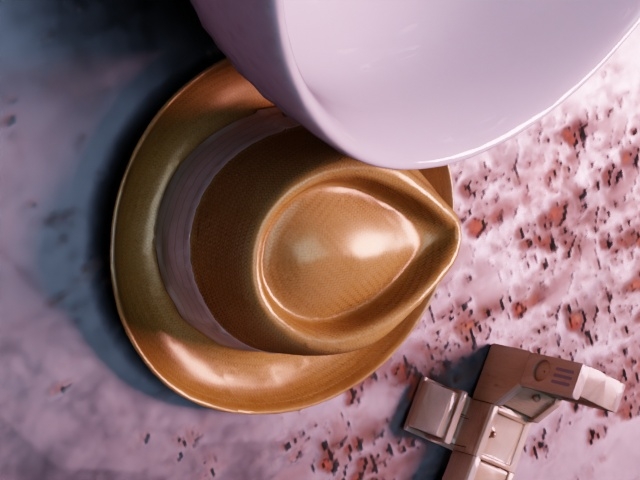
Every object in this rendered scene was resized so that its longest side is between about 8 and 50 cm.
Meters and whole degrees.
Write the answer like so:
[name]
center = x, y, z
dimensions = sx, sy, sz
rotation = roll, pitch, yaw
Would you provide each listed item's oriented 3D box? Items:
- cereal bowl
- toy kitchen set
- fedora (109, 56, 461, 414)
[cereal bowl]
center = 0.053, -0.208, 0.750
dimensions = 0.339, 0.141, 0.339
rotation = -35, 143, -32
[toy kitchen set]
center = 0.095, 0.095, 0.911
dimensions = 0.068, 0.075, 0.083
rotation = 26, 81, -33
[fedora]
center = 0.000, 0.000, 0.828
dimensions = 0.194, 0.079, 0.194
rotation = -7, 104, -33
